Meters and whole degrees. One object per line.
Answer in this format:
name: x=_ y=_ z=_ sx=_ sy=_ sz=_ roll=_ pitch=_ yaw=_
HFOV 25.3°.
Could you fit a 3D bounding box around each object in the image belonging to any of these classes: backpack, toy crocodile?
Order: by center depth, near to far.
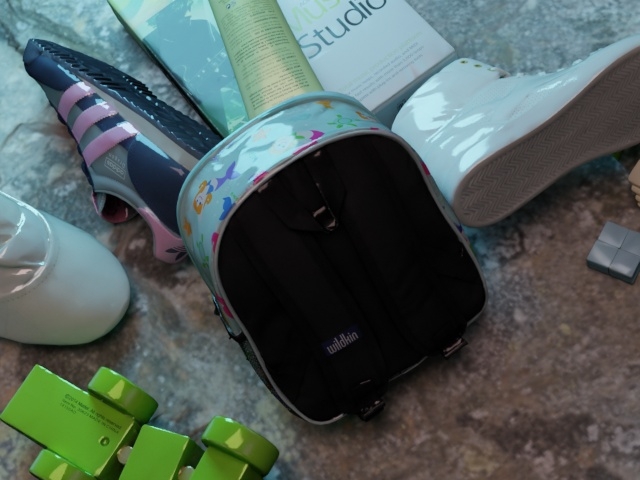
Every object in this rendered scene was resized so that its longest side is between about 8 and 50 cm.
backpack: x=0.000 y=0.000 z=1.230 sx=0.225 sy=0.253 sz=0.191 roll=-35 pitch=41 yaw=-4
toy crocodile: x=-0.142 y=0.201 z=1.252 sx=0.341 sy=0.105 sz=0.115 roll=19 pitch=69 yaw=27

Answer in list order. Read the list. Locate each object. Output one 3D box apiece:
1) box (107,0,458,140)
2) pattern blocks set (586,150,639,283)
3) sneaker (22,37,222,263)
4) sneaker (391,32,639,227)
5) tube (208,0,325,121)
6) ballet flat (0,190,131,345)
box: x=-0.044 y=-0.211 z=1.461 sx=0.232 sy=0.058 sz=0.322 roll=-37 pitch=60 yaw=-7
pattern blocks set: x=0.387 y=-0.084 z=1.308 sx=0.285 sy=0.026 sz=0.324 roll=13 pitch=67 yaw=20
sneaker: x=-0.213 y=-0.095 z=1.420 sx=0.319 sy=0.112 sz=0.131 roll=38 pitch=108 yaw=38
sneaker: x=0.205 y=-0.141 z=1.320 sx=0.293 sy=0.108 sz=0.169 roll=-29 pitch=39 yaw=-10
tube: x=-0.053 y=-0.175 z=1.385 sx=0.070 sy=0.062 sz=0.240 roll=-46 pitch=57 yaw=39
ballet flat: x=-0.368 y=-0.017 z=1.396 sx=0.400 sy=0.139 sz=0.139 roll=26 pitch=72 yaw=24
